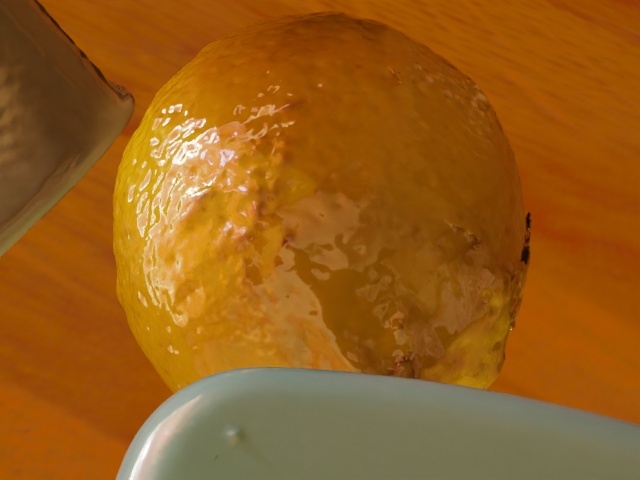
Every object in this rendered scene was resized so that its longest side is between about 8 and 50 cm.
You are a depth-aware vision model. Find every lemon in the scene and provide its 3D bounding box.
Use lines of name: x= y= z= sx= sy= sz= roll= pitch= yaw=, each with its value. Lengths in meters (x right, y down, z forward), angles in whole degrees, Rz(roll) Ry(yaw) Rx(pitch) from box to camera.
lemon: x=0.000 y=0.000 z=1.134 sx=0.253 sy=0.310 sz=0.253 roll=-5 pitch=127 yaw=-7

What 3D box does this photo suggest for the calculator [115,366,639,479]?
calculator: x=0.084 y=0.176 z=0.669 sx=0.386 sy=0.054 sz=0.256 roll=15 pitch=61 yaw=-3

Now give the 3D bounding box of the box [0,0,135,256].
box: x=-0.288 y=-0.051 z=0.519 sx=0.352 sy=0.177 sz=0.344 roll=-44 pitch=105 yaw=-4
